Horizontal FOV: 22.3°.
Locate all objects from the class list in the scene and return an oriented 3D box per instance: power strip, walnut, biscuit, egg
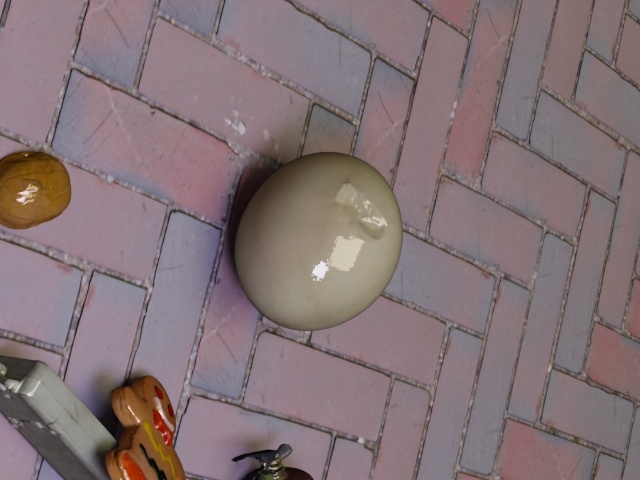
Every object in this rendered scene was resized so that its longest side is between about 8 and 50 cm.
[{"bbox_3d":[-0.318,0.211,1.918,0.053,0.093,0.288,-59,135,-29],"label":"power strip"},{"bbox_3d":[-0.332,-0.057,1.902,0.121,0.052,0.091,-18,111,-46],"label":"walnut"},{"bbox_3d":[-0.206,0.251,1.995,0.250,0.036,0.165,-90,154,-61],"label":"biscuit"},{"bbox_3d":[0.000,0.000,2.179,0.219,0.219,0.269,56,51,-38],"label":"egg"}]

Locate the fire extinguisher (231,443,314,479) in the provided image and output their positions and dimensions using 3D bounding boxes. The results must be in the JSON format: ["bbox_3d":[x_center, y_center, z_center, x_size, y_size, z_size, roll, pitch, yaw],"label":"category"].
[{"bbox_3d":[-0.050,0.426,2.248,0.135,0.114,0.337,-34,119,-50],"label":"fire extinguisher"}]
